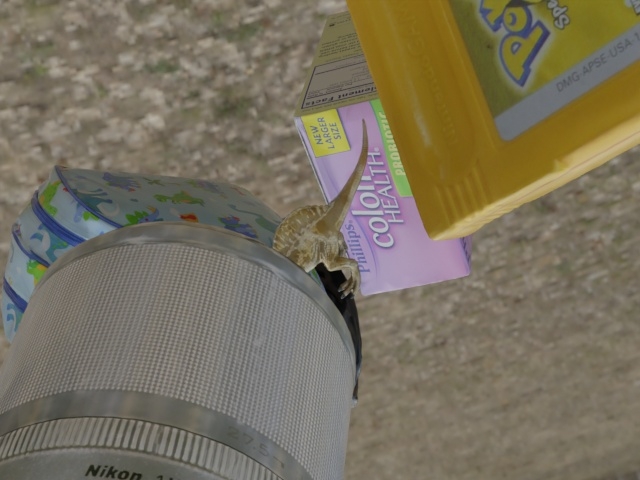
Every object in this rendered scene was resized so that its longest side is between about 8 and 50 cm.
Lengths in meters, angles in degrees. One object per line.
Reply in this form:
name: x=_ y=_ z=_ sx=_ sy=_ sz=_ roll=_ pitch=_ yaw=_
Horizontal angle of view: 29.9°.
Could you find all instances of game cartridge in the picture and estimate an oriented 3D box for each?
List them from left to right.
game cartridge: x=0.140 y=-0.186 z=0.785 sx=0.052 sy=0.285 sz=0.323 roll=-7 pitch=163 yaw=-42

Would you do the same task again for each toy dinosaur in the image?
toy dinosaur: x=0.000 y=0.000 z=0.929 sx=0.183 sy=0.053 sz=0.093 roll=-45 pitch=137 yaw=-12

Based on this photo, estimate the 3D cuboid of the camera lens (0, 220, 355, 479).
camera lens: x=-0.096 y=0.140 z=0.709 sx=0.219 sy=0.274 sz=0.219 roll=4 pitch=130 yaw=5

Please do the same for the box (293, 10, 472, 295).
box: x=0.078 y=-0.106 z=1.241 sx=0.117 sy=0.243 sz=0.214 roll=-11 pitch=121 yaw=17

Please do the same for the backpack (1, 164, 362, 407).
backpack: x=-0.158 y=0.048 z=1.278 sx=0.355 sy=0.290 sz=0.273 roll=-7 pitch=119 yaw=-17
